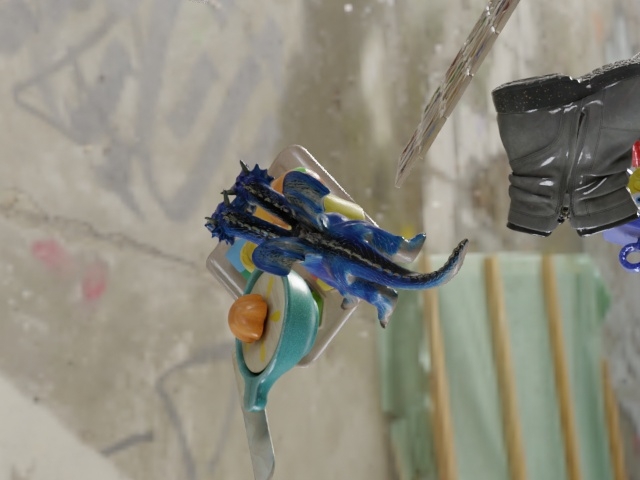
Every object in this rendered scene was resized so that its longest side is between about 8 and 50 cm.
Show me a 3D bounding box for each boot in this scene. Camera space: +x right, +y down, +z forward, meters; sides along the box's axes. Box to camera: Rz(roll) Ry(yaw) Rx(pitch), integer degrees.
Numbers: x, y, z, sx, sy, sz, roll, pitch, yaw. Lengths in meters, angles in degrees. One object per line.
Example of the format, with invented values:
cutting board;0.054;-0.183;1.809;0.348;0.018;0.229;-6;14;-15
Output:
boot;0.294;-0.093;1.505;0.083;0.246;0.161;-50;129;-75

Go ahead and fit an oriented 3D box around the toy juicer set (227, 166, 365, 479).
toy juicer set;-0.066;0.071;1.643;0.209;0.089;0.329;-127;-128;-59

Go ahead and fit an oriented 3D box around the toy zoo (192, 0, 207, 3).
toy zoo;-0.145;-0.458;1.885;0.192;0.030;0.293;-62;155;-26

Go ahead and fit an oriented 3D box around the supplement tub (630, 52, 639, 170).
supplement tub;0.557;-0.148;2.276;0.191;0.191;0.272;35;45;-60

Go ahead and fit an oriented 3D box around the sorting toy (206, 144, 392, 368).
sorting toy;-0.031;0.022;1.827;0.193;0.208;0.038;47;30;17

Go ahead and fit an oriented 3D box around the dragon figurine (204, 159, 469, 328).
dragon figurine;0.000;0.000;1.231;0.144;0.289;0.085;26;87;-21

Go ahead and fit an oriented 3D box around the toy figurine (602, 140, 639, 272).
toy figurine;0.451;-0.026;1.913;0.217;0.362;0.191;-57;154;-27

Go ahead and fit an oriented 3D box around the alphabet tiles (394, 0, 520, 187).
alphabet tiles;0.184;-0.227;1.904;0.342;0.011;0.285;-59;-177;16
